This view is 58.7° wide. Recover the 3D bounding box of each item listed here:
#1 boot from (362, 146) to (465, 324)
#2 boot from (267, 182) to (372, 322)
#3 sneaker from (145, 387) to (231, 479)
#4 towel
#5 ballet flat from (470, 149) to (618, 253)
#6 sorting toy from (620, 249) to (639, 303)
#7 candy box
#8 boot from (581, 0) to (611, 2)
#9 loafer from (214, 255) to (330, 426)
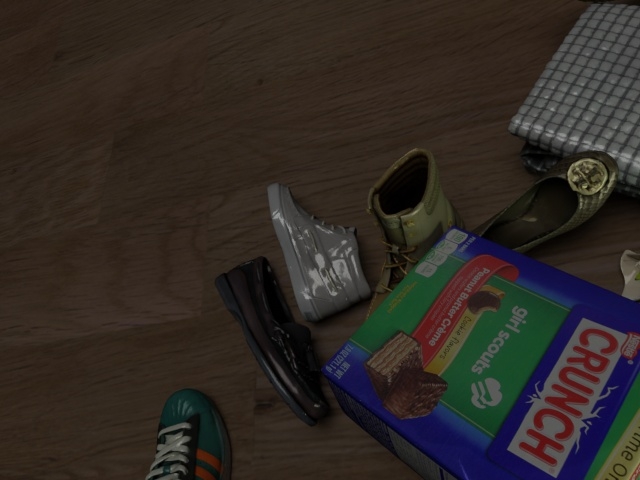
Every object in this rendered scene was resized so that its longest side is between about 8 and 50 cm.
[{"bbox_3d":[0.109,0.025,0.782,0.095,0.203,0.262,23,74,32],"label":"boot"},{"bbox_3d":[0.000,0.000,0.927,0.123,0.095,0.258,-21,64,4],"label":"boot"},{"bbox_3d":[-0.197,0.348,0.801,0.108,0.121,0.302,-20,58,13],"label":"sneaker"},{"bbox_3d":[0.439,-0.193,0.806,0.235,0.121,0.283,27,76,31],"label":"towel"},{"bbox_3d":[0.279,-0.030,0.765,0.250,0.058,0.084,-38,75,32],"label":"ballet flat"},{"bbox_3d":[0.415,0.053,0.722,0.045,0.083,0.075,30,86,-7],"label":"sorting toy"},{"bbox_3d":[0.206,0.158,0.639,0.317,0.122,0.268,29,65,39],"label":"candy box"},{"bbox_3d":[0.487,-0.461,0.887,0.236,0.089,0.269,9,43,19],"label":"boot"},{"bbox_3d":[-0.064,0.136,0.867,0.095,0.109,0.302,-38,52,-3],"label":"loafer"}]
